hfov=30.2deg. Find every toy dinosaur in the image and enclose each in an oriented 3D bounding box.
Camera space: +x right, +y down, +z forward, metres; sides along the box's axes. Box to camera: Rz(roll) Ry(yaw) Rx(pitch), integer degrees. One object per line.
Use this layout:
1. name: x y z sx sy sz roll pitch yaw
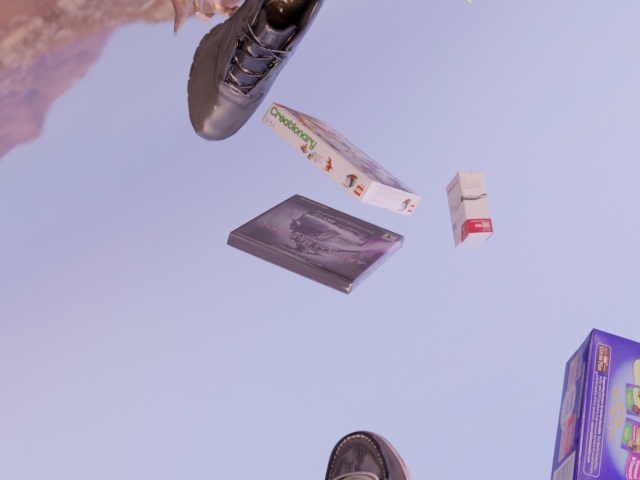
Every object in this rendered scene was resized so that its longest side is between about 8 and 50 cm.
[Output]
1. toy dinosaur: -0.216 -0.533 2.253 0.295 0.200 0.127 -45 -149 -3

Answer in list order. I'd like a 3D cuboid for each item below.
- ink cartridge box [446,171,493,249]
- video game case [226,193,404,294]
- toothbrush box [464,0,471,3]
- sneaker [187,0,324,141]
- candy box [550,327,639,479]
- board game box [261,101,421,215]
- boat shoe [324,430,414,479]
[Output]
1. ink cartridge box: 0.301 -0.061 2.399 0.056 0.135 0.099 -3 162 -11
2. video game case: 0.000 0.000 1.795 0.274 0.196 0.026 -35 144 -67
3. toothbrush box: 0.121 -0.504 1.840 0.283 0.206 0.122 36 -84 44
4. sneaker: -0.079 -0.240 1.441 0.286 0.109 0.130 -59 -165 19
5. candy box: 0.495 0.303 1.661 0.122 0.317 0.268 110 -3 -54
6. board game box: 0.042 -0.163 2.391 0.193 0.305 0.053 13 114 -56
7. boat shoe: 0.050 0.330 1.483 0.127 0.158 0.340 -22 -145 6
